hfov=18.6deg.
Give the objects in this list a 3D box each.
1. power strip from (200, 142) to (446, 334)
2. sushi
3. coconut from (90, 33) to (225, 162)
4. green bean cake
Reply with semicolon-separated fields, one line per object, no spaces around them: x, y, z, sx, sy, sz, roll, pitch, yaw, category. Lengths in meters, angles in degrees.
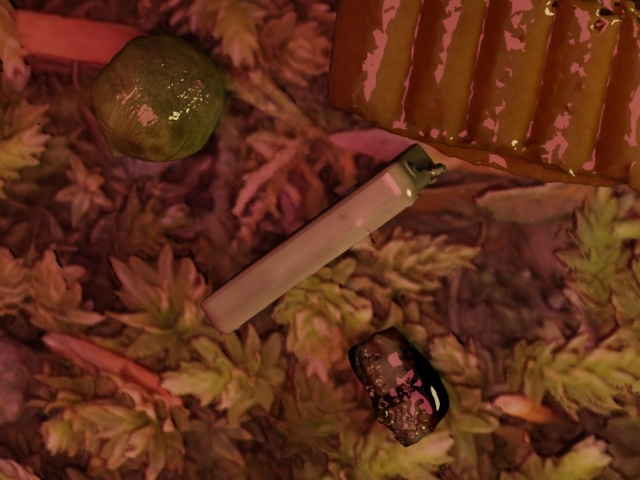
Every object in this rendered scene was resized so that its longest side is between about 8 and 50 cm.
0.000;0.000;1.330;0.192;0.081;0.035;-37;90;22;power strip
0.057;0.100;1.360;0.046;0.044;0.083;-31;96;22;sushi
-0.114;-0.093;1.340;0.088;0.088;0.096;37;106;4;coconut
0.128;-0.119;1.188;0.230;0.224;0.131;15;108;9;green bean cake
